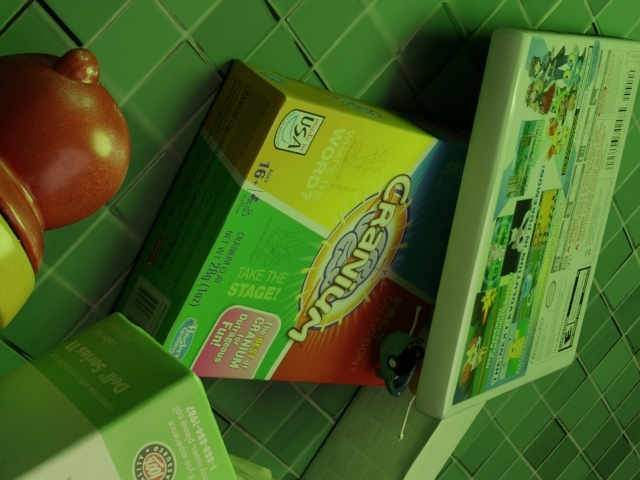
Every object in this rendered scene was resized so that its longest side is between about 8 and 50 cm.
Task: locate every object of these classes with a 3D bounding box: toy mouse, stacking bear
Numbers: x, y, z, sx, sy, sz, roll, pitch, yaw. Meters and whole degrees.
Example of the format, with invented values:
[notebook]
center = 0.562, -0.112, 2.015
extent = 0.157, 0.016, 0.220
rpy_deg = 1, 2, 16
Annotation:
[toy mouse]
center = 0.092, 0.084, 1.333
extent = 0.161, 0.031, 0.143
rpy_deg = -48, 148, -9
[stacking bear]
center = -0.239, -0.004, 0.909
extent = 0.289, 0.164, 0.175
rpy_deg = -43, 144, -21

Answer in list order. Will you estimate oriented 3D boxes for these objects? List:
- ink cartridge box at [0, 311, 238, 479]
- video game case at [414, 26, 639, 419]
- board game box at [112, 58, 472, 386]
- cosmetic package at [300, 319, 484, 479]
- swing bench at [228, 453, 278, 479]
[ink cartridge box]
center = -0.218, 0.224, 0.919
extent = 0.353, 0.119, 0.207
rpy_deg = -30, 123, -21
[video game case]
center = 0.194, -0.023, 1.353
extent = 0.300, 0.036, 0.329
rpy_deg = -10, 114, -59
[board game box]
center = 0.000, 0.000, 1.245
extent = 0.316, 0.064, 0.242
rpy_deg = 9, 113, -51
[cosmetic package]
center = 0.067, 0.198, 1.462
extent = 0.239, 0.099, 0.060
rpy_deg = -57, 147, 7
[swing bench]
center = -0.190, 0.238, 1.160
extent = 0.255, 0.165, 0.253
rpy_deg = -57, 144, -3
